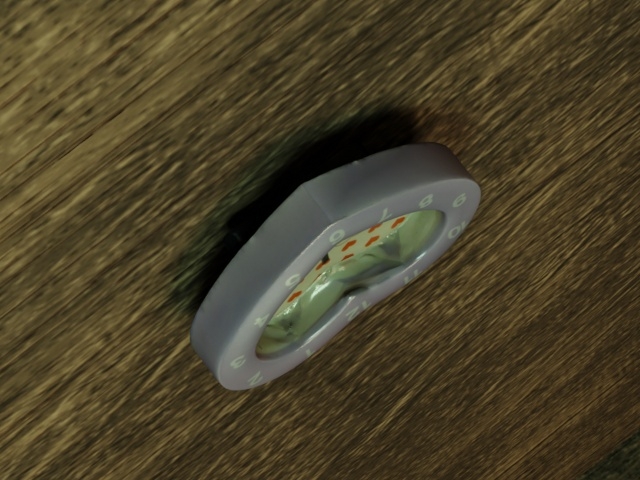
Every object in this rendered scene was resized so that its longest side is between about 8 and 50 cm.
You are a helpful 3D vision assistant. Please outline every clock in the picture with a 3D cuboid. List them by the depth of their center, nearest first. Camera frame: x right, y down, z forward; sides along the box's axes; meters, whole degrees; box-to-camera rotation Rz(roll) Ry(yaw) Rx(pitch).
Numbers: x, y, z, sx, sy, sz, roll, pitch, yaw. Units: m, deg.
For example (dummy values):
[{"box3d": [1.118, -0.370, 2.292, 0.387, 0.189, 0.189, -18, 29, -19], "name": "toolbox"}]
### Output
[{"box3d": [0.000, 0.000, 1.016, 0.198, 0.064, 0.172, -37, 159, -6], "name": "clock"}]
